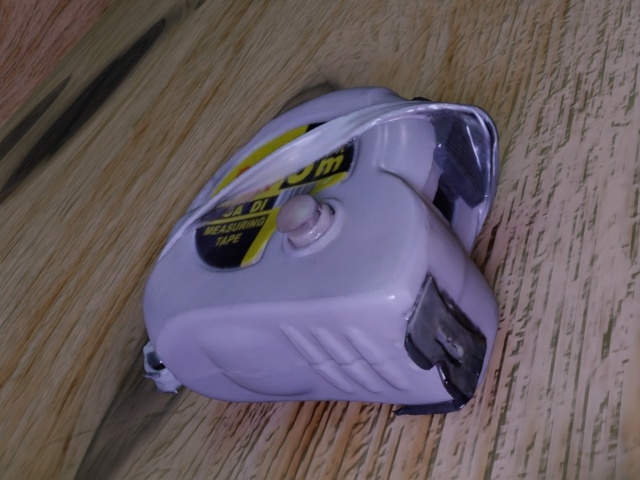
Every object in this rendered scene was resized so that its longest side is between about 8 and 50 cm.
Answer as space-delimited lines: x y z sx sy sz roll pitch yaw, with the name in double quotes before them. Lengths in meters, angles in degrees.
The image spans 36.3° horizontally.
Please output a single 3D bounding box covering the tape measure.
"tape measure" 0.000 0.000 0.555 0.236 0.120 0.197 -10 44 42
